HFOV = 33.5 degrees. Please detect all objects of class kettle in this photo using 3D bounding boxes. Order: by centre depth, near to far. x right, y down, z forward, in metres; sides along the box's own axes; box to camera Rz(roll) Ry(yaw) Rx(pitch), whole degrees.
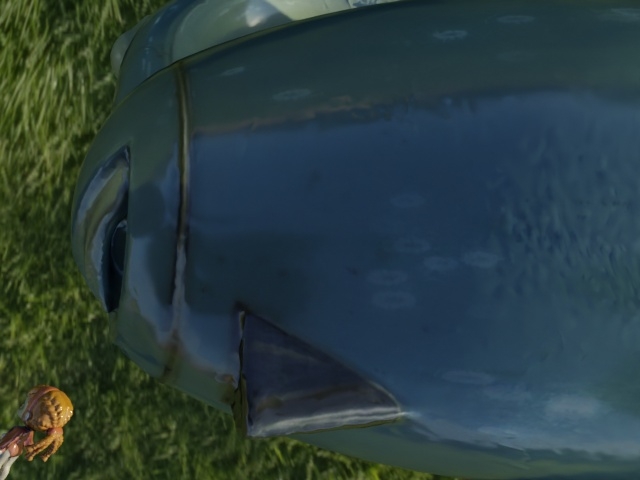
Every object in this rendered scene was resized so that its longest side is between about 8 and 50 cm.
[{"bbox_3d":[0.049,-0.028,0.541,0.342,0.319,0.247,3,131,-15],"label":"kettle"}]

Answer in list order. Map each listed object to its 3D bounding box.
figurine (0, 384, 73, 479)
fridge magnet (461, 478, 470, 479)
[{"bbox_3d":[-0.253,0.173,0.907,0.047,0.064,0.109,39,90,18],"label":"figurine"},{"bbox_3d":[0.269,0.170,0.713,0.364,0.363,0.155,9,131,-16],"label":"fridge magnet"}]
